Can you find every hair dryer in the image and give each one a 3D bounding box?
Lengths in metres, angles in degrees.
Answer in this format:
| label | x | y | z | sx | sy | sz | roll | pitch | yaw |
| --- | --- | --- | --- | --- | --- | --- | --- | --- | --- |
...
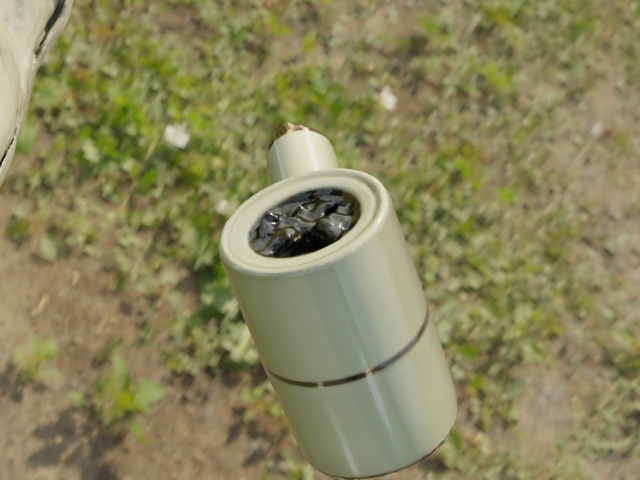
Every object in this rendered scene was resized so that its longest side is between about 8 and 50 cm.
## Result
| label | x | y | z | sx | sy | sz | roll | pitch | yaw |
| --- | --- | --- | --- | --- | --- | --- | --- | --- | --- |
| hair dryer | 0.000 | 0.000 | 1.426 | 0.128 | 0.203 | 0.362 | -19 | 33 | 3 |

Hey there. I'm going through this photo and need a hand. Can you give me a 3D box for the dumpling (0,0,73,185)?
| label | x | y | z | sx | sy | sz | roll | pitch | yaw |
| --- | --- | --- | --- | --- | --- | --- | --- | --- | --- |
| dumpling | -0.279 | -0.082 | 0.941 | 0.341 | 0.260 | 0.181 | -34 | 40 | -5 |
